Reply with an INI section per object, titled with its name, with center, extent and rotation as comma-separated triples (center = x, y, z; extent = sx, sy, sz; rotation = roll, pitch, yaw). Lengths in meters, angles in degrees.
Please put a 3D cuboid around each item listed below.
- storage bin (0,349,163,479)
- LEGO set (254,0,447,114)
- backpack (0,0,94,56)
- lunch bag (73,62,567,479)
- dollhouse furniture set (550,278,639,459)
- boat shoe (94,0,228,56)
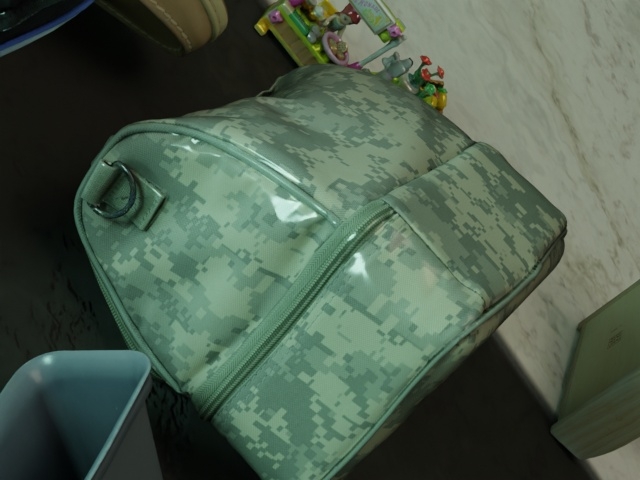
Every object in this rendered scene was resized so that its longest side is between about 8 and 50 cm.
[storage bin]
center = -0.143, 0.137, 0.755
extent = 0.135, 0.098, 0.091
rotation = -65, 148, -54
[LEGO set]
center = 0.051, -0.183, 1.272
extent = 0.287, 0.107, 0.132
rotation = 36, 39, -35
[backpack]
center = -0.229, -0.193, 0.679
extent = 0.213, 0.263, 0.276
rotation = -122, -162, -48
[lunch bag]
center = 0.000, 0.000, 0.950
extent = 0.256, 0.212, 0.305
rotation = 46, 27, 7
[dollhouse furniture set]
center = 0.429, 0.172, 1.361
extent = 0.303, 0.286, 0.198
rotation = 42, 34, -8
[boat shoe]
center = -0.209, -0.219, 0.936
extent = 0.341, 0.121, 0.110
rotation = 37, 74, -32
